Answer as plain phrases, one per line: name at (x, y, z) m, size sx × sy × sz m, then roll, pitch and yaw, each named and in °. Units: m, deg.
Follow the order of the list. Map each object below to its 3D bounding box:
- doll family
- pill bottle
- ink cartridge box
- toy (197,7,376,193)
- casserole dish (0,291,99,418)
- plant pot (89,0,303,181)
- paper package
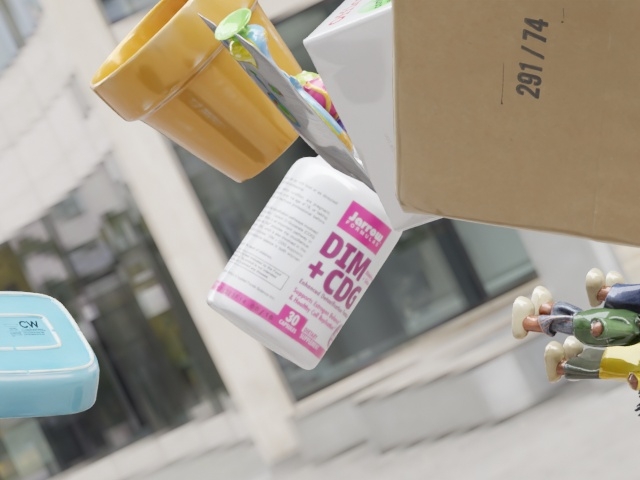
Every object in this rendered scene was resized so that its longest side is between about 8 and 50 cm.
doll family at (0.192, 0.054, 1.043) m, size 0.111 × 0.076 × 0.193 m, roll 3°, pitch 13°, yaw 36°
pill bottle at (0.000, 0.000, 2.368) m, size 0.283 × 0.160 × 0.160 m, roll -57°, pitch 3°, yaw -6°
ink cartridge box at (0.166, -0.163, 1.704) m, size 0.270 × 0.197 × 0.198 m, roll -19°, pitch 17°, yaw 28°
toy at (-0.011, -0.143, 1.918) m, size 0.056 × 0.237 × 0.137 m, roll -49°, pitch 32°, yaw -4°
casserole dish at (-0.241, 0.080, 1.443) m, size 0.188 × 0.114 × 0.037 m, roll 2°, pitch -49°, yaw -44°
plant pot at (-0.109, -0.170, 2.076) m, size 0.205 × 0.188 × 0.205 m, roll -41°, pitch 15°, yaw 13°
paper package at (0.213, -0.169, 1.358) m, size 0.309 × 0.325 × 0.168 m, roll 10°, pitch 30°, yaw 22°
